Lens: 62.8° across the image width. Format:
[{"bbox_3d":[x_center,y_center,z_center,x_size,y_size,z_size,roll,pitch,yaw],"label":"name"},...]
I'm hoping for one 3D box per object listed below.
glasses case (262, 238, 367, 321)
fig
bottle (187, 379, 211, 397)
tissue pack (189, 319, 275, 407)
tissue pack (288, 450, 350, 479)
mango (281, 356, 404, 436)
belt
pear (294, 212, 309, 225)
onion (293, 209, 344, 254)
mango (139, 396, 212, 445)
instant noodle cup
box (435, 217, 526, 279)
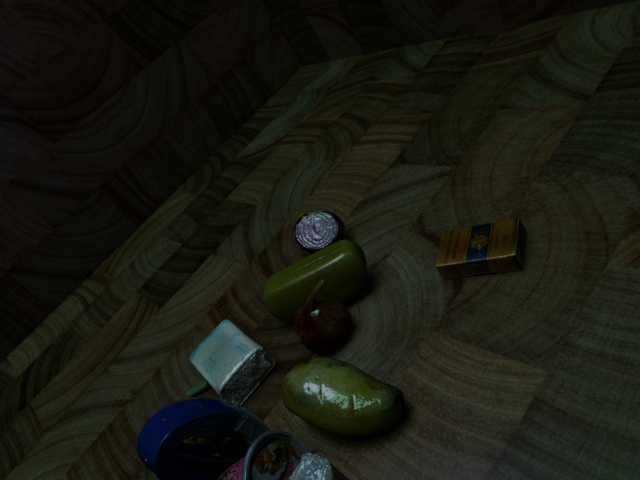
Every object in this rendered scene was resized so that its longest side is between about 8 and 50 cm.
[{"bbox_3d":[-0.011,0.151,1.718,0.371,0.173,0.141,-28,32,19],"label":"glasses case"},{"bbox_3d":[-0.011,0.232,1.585,0.174,0.207,0.175,-19,43,19],"label":"fig"},{"bbox_3d":[-0.414,0.505,1.782,0.083,0.030,0.030,-32,32,9],"label":"bottle"},{"bbox_3d":[-0.296,0.398,1.725,0.201,0.124,0.271,-49,35,-13],"label":"tissue pack"},{"bbox_3d":[0.008,0.586,1.060,0.122,0.257,0.215,3,50,42],"label":"tissue pack"},{"bbox_3d":[0.051,0.410,1.353,0.329,0.175,0.177,18,90,30],"label":"mango"},{"bbox_3d":[-0.289,0.526,1.351,0.117,0.346,0.213,6,77,48],"label":"belt"},{"bbox_3d":[-0.062,-0.069,2.142,0.092,0.092,0.097,-37,16,0],"label":"pear"},{"bbox_3d":[0.000,0.000,1.952,0.195,0.140,0.218,-6,83,12],"label":"onion"},{"bbox_3d":[-0.441,0.588,1.590,0.290,0.160,0.191,-22,43,30],"label":"mango"},{"bbox_3d":[-0.134,0.600,1.220,0.181,0.302,0.259,-36,61,28],"label":"instant noodle cup"},{"bbox_3d":[0.466,0.025,1.526,0.237,0.070,0.152,-10,40,34],"label":"box"}]
